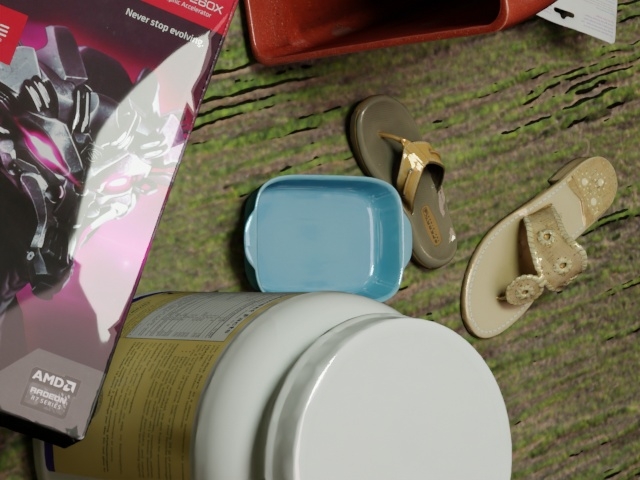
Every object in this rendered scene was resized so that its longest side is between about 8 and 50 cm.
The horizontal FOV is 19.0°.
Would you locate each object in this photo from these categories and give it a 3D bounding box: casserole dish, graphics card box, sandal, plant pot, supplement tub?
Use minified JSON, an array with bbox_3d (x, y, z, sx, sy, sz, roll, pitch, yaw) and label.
[{"bbox_3d":[0.000,0.000,1.683,0.188,0.037,0.114,0,89,-38],"label":"casserole dish"},{"bbox_3d":[-0.228,-0.056,1.421,0.233,0.094,0.371,22,75,-12],"label":"graphics card box"},{"bbox_3d":[0.087,-0.055,1.745,0.072,0.049,0.180,-38,111,-33],"label":"sandal"},{"bbox_3d":[0.229,-0.001,1.838,0.240,0.079,0.088,-47,116,-29],"label":"sandal"},{"bbox_3d":[0.097,-0.307,1.641,0.236,0.267,0.267,-16,99,-49],"label":"plant pot"},{"bbox_3d":[-0.041,0.157,1.458,0.241,0.331,0.241,1,89,-39],"label":"supplement tub"}]

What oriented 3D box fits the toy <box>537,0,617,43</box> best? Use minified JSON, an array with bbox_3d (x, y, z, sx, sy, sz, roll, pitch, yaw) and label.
[{"bbox_3d":[0.229,-0.316,1.861,0.137,0.056,0.237,15,75,-34],"label":"toy"}]
